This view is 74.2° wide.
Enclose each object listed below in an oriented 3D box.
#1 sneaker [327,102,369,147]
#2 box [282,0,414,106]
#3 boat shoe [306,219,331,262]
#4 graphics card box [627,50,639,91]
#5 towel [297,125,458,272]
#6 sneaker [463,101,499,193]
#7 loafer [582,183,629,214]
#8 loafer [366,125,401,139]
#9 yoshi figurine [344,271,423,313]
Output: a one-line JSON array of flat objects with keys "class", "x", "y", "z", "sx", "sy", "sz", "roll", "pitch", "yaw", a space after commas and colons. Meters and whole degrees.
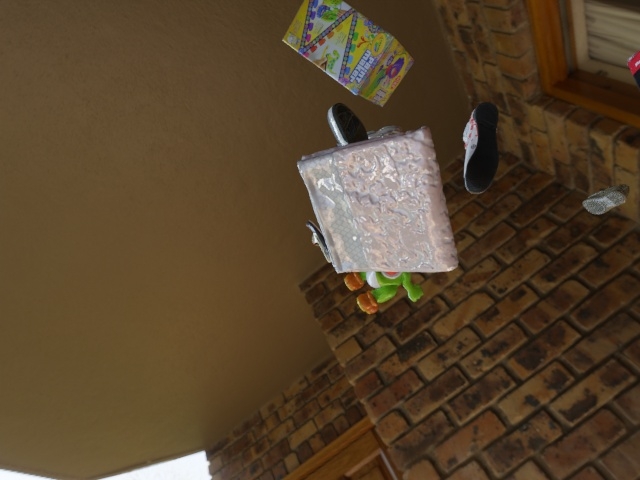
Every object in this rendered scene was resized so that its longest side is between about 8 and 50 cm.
[{"class": "sneaker", "x": 0.063, "y": -0.215, "z": 1.172, "sx": 0.179, "sy": 0.124, "sz": 0.295, "roll": -17, "pitch": -68, "yaw": 40}, {"class": "box", "x": 0.095, "y": -0.565, "z": 1.264, "sx": 0.177, "sy": 0.279, "sz": 0.290, "roll": -54, "pitch": -11, "yaw": 22}, {"class": "boat shoe", "x": 0.000, "y": 0.000, "z": 1.162, "sx": 0.043, "sy": 0.137, "sz": 0.049, "roll": -43, "pitch": -20, "yaw": 5}, {"class": "graphics card box", "x": 0.519, "y": -0.147, "z": 0.461, "sx": 0.094, "sy": 0.370, "sz": 0.232, "roll": 10, "pitch": -29, "yaw": -13}, {"class": "towel", "x": 0.131, "y": -0.069, "z": 0.980, "sx": 0.317, "sy": 0.053, "sz": 0.331, "roll": -6, "pitch": -63, "yaw": 29}, {"class": "sneaker", "x": 0.483, "y": -0.267, "z": 1.290, "sx": 0.090, "sy": 0.145, "sz": 0.269, "roll": 5, "pitch": -90, "yaw": 10}, {"class": "loafer", "x": 0.775, "y": -0.111, "z": 1.143, "sx": 0.050, "sy": 0.148, "sz": 0.056, "roll": -39, "pitch": -92, "yaw": -9}, {"class": "loafer", "x": 0.174, "y": -0.293, "z": 1.202, "sx": 0.045, "sy": 0.125, "sz": 0.039, "roll": 21, "pitch": -106, "yaw": -43}, {"class": "yoshi figurine", "x": 0.273, "y": 0.084, "z": 1.412, "sx": 0.362, "sy": 0.203, "sz": 0.203, "roll": -38, "pitch": -69, "yaw": 17}]
